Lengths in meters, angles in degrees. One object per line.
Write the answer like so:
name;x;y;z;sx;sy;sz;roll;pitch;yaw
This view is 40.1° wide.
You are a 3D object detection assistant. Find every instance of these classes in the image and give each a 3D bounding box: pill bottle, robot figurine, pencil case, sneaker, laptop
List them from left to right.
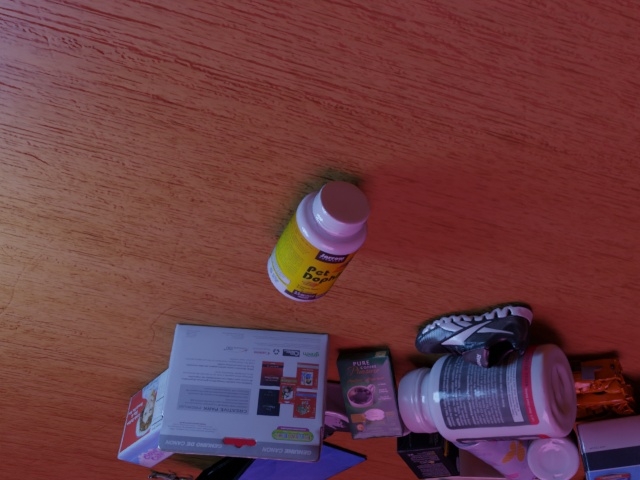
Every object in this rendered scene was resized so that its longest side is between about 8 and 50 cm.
laptop;-0.163;0.643;2.191;0.236;0.408;0.382;49;133;-1
pill bottle;0.000;0.000;1.399;0.117;0.117;0.215;15;142;-14
sneaker;0.053;0.389;1.937;0.295;0.105;0.147;12;145;-1
sneaker;0.284;0.193;1.640;0.234;0.106;0.078;-15;138;24
pill bottle;0.319;0.304;1.714;0.318;0.176;0.176;-12;141;33
pencil case;0.393;0.452;1.969;0.273;0.114;0.124;38;167;-37
pill bottle;0.502;0.443;1.893;0.107;0.108;0.180;-8;-176;15
robot figurine;0.487;0.321;1.811;0.290;0.085;0.211;-15;138;24

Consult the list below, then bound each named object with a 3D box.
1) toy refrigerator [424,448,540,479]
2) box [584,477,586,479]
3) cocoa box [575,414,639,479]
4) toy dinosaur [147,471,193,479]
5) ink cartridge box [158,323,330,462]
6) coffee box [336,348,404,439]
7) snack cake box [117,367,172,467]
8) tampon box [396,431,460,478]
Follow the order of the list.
toy refrigerator;0.390;0.563;2.142;0.269;0.094;0.102;0;136;5
box;0.743;0.746;2.288;0.143;0.165;0.270;1;143;4
cocoa box;0.725;0.474;1.808;0.346;0.228;0.231;-12;162;14
toy dinosaur;-0.389;0.673;2.410;0.092;0.053;0.183;-8;137;41
ink cartridge box;-0.145;0.319;1.712;0.309;0.272;0.130;5;143;0
coffee box;0.104;0.316;1.800;0.113;0.040;0.184;-9;106;16
snack cake box;-0.334;0.378;1.909;0.089;0.152;0.264;25;139;-26
tampon box;0.245;0.449;1.975;0.101;0.121;0.161;-11;141;20
